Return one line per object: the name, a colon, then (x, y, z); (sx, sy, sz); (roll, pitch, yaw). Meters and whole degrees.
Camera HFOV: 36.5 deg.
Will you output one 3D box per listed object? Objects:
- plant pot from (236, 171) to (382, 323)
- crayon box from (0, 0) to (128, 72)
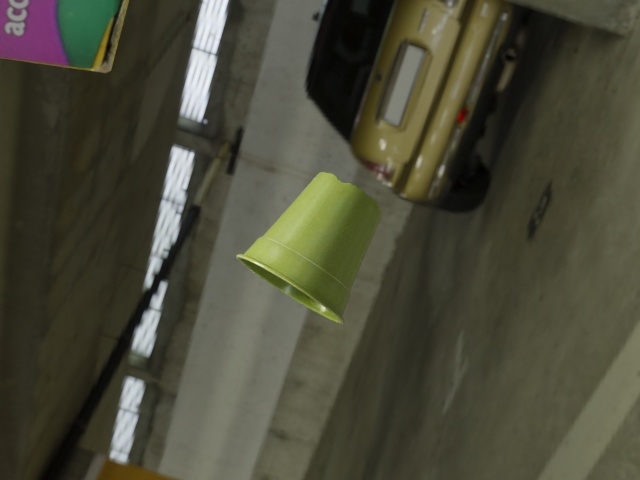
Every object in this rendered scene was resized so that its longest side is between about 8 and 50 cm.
plant pot: (0.000, 0.000, 0.641); (0.079, 0.083, 0.083); (-58, -1, -8)
crayon box: (-0.095, -0.294, 0.303); (0.363, 0.106, 0.313); (115, 146, -41)
